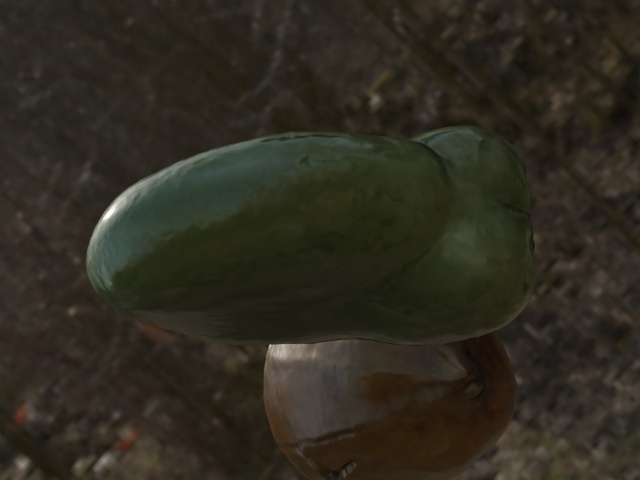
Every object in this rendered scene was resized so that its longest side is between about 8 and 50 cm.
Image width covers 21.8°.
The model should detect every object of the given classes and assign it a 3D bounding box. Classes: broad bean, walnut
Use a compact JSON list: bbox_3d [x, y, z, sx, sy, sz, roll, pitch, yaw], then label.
[{"bbox_3d":[0.000,0.000,0.818,0.169,0.228,0.100,137,135,-55],"label":"broad bean"},{"bbox_3d":[0.065,0.114,1.391,0.209,0.209,0.336,-49,9,-16],"label":"walnut"}]
